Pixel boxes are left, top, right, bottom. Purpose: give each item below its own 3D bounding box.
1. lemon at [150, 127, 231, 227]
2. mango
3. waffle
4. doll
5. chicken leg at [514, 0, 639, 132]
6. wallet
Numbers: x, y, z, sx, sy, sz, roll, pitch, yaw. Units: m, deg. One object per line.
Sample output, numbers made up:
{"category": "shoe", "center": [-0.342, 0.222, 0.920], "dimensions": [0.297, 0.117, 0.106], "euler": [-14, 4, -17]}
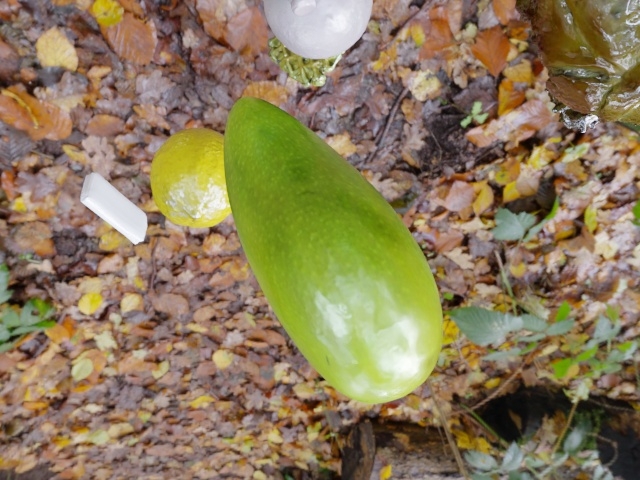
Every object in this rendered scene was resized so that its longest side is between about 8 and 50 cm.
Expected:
{"category": "lemon", "center": [-0.228, -0.116, 0.818], "dimensions": [0.180, 0.193, 0.180], "euler": [-3, 163, -1]}
{"category": "mango", "center": [0.000, 0.000, 0.447], "dimensions": [0.156, 0.343, 0.192], "euler": [-32, 172, -9]}
{"category": "waffle", "center": [-0.020, -0.382, 0.806], "dimensions": [0.036, 0.183, 0.169], "euler": [-4, 131, -55]}
{"category": "doll", "center": [-0.022, -0.328, 0.487], "dimensions": [0.151, 0.151, 0.287], "euler": [-20, 167, 9]}
{"category": "chicken leg", "center": [0.307, -0.137, 0.372], "dimensions": [0.361, 0.211, 0.140], "euler": [46, 80, -5]}
{"category": "wallet", "center": [-0.470, -0.071, 1.007], "dimensions": [0.033, 0.095, 0.190], "euler": [-19, 143, 14]}
